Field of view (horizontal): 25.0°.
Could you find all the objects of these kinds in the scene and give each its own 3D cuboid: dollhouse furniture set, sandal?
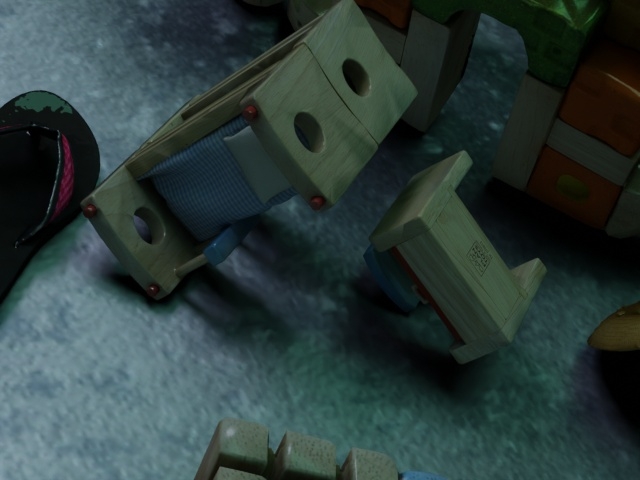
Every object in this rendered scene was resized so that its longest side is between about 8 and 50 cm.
[{"bbox_3d":[0.000,0.000,0.748,0.184,0.129,0.129,53,37,-12],"label":"dollhouse furniture set"},{"bbox_3d":[-0.155,-0.027,0.730,0.067,0.040,0.179,22,38,-3],"label":"sandal"}]

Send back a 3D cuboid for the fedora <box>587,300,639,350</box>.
[{"bbox_3d":[0.246,0.056,0.792,0.194,0.194,0.079,-16,90,-40],"label":"fedora"}]

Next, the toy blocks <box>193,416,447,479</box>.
[{"bbox_3d":[-0.016,0.165,0.400,0.381,0.261,0.191,15,39,-12],"label":"toy blocks"}]

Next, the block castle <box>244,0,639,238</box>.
[{"bbox_3d":[0.174,-0.214,0.901,0.453,0.213,0.303,31,62,12],"label":"block castle"}]
